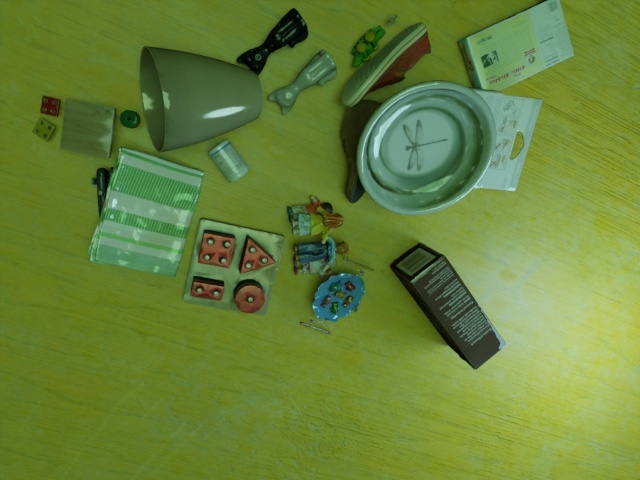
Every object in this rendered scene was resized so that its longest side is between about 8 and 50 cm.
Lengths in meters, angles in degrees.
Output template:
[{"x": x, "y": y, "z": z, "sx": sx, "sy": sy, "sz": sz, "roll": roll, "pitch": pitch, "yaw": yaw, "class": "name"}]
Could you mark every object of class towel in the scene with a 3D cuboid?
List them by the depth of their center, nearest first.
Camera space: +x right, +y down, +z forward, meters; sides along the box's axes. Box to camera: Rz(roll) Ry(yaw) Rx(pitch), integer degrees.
[{"x": -0.478, "y": -0.071, "z": 1.424, "sx": 0.248, "sy": 0.038, "sz": 0.324, "roll": 14, "pitch": 98, "yaw": -30, "class": "towel"}]

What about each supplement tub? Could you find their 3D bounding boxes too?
[{"x": -0.260, "y": -0.224, "z": 1.447, "sx": 0.071, "sy": 0.071, "sz": 0.107, "roll": -36, "pitch": 108, "yaw": -3, "class": "supplement tub"}]

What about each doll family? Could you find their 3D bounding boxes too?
[{"x": 0.000, "y": 0.000, "z": 1.527, "sx": 0.163, "sy": 0.118, "sz": 0.262, "roll": -8, "pitch": 103, "yaw": -11, "class": "doll family"}]

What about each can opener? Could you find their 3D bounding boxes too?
[{"x": -0.586, "y": -0.109, "z": 1.405, "sx": 0.073, "sy": 0.059, "sz": 0.185, "roll": 9, "pitch": 103, "yaw": 9, "class": "can opener"}]

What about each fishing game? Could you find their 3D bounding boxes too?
[{"x": 0.062, "y": 0.182, "z": 1.591, "sx": 0.189, "sy": 0.041, "sz": 0.264, "roll": 28, "pitch": 102, "yaw": -40, "class": "fishing game"}]

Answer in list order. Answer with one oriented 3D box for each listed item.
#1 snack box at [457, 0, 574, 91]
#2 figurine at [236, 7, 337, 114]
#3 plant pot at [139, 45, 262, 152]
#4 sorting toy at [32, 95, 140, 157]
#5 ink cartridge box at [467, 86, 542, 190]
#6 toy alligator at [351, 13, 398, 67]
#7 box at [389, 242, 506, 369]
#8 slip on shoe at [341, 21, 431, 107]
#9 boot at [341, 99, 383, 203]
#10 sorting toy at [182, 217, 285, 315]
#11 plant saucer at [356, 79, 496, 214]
[{"x": 0.596, "y": -0.584, "z": 1.560, "sx": 0.322, "sy": 0.060, "sz": 0.187, "roll": -26, "pitch": 107, "yaw": -6, "class": "snack box"}, {"x": -0.090, "y": -0.486, "z": 1.427, "sx": 0.209, "sy": 0.092, "sz": 0.215, "roll": -38, "pitch": 108, "yaw": 6, "class": "figurine"}, {"x": -0.299, "y": -0.369, "z": 1.334, "sx": 0.274, "sy": 0.256, "sz": 0.256, "roll": -11, "pitch": 105, "yaw": -26, "class": "plant pot"}, {"x": -0.613, "y": -0.295, "z": 1.355, "sx": 0.275, "sy": 0.046, "sz": 0.132, "roll": 11, "pitch": 99, "yaw": 2, "class": "sorting toy"}, {"x": 0.503, "y": -0.305, "z": 1.568, "sx": 0.261, "sy": 0.066, "sz": 0.296, "roll": 3, "pitch": 114, "yaw": -12, "class": "ink cartridge box"}, {"x": 0.144, "y": -0.579, "z": 1.470, "sx": 0.051, "sy": 0.056, "sz": 0.189, "roll": 39, "pitch": 92, "yaw": 23, "class": "toy alligator"}, {"x": 0.401, "y": 0.203, "z": 1.622, "sx": 0.143, "sy": 0.191, "sz": 0.381, "roll": -37, "pitch": 107, "yaw": -3, "class": "box"}, {"x": 0.194, "y": -0.483, "z": 1.461, "sx": 0.331, "sy": 0.123, "sz": 0.101, "roll": -44, "pitch": 118, "yaw": -12, "class": "slip on shoe"}, {"x": 0.112, "y": -0.264, "z": 1.521, "sx": 0.115, "sy": 0.112, "sz": 0.305, "roll": 21, "pitch": 108, "yaw": 22, "class": "boot"}, {"x": -0.251, "y": 0.089, "z": 1.507, "sx": 0.256, "sy": 0.089, "sz": 0.256, "roll": 12, "pitch": 99, "yaw": -15, "class": "sorting toy"}, {"x": 0.289, "y": -0.265, "z": 1.457, "sx": 0.401, "sy": 0.100, "sz": 0.400, "roll": -5, "pitch": 125, "yaw": -7, "class": "plant saucer"}]
